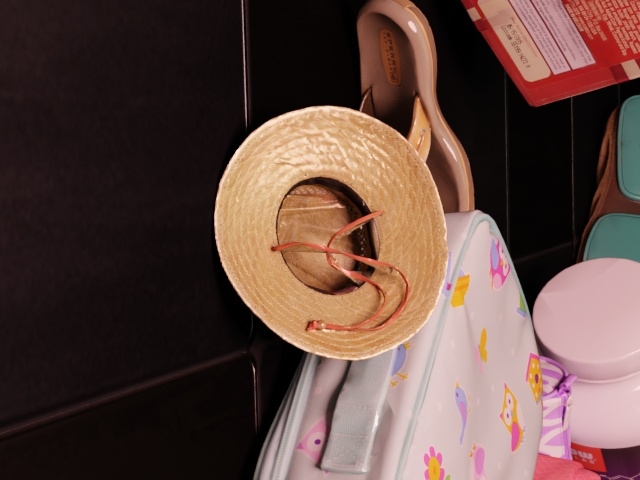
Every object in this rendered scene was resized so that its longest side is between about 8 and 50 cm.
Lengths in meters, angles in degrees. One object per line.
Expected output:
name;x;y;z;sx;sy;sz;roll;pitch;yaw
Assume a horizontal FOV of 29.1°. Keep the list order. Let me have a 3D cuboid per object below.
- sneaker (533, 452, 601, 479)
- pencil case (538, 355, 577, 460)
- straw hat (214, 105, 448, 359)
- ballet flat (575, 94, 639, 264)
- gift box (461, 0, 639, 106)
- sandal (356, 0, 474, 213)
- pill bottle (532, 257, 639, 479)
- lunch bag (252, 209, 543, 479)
sneaker;0.129;0.257;0.904;0.314;0.136;0.116;-56;138;-49
pencil case;0.194;0.200;1.095;0.086;0.088;0.206;-47;133;-52
straw hat;0.000;0.000;0.709;0.061;0.144;0.144;151;-54;-72
ballet flat;0.359;-0.012;1.442;0.124;0.116;0.342;87;13;-56
gift box;0.213;-0.290;0.955;0.255;0.276;0.258;55;44;-31
sandal;0.053;-0.074;0.823;0.049;0.072;0.180;-40;126;-39
pill bottle;0.299;0.170;1.207;0.323;0.181;0.181;65;35;-41
lunch bag;0.057;0.123;0.783;0.224;0.108;0.279;58;39;-44
